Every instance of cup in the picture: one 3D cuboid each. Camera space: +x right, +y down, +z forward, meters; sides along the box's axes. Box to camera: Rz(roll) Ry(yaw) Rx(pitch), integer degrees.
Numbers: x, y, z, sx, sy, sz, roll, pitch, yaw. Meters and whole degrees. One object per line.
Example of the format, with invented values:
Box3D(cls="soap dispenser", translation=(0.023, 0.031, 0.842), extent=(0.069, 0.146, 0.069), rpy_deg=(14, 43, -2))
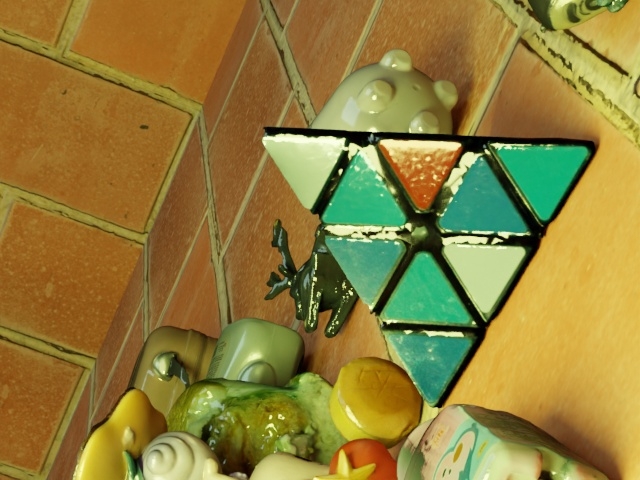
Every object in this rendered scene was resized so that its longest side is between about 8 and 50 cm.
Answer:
Box3D(cls="cup", translation=(0.064, -0.098, 1.615), extent=(0.142, 0.134, 0.173), rpy_deg=(-52, 20, 47))

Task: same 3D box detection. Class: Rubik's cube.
Box3D(cls="Rubik's cube", translation=(0.142, -0.065, 1.384), extent=(0.250, 0.284, 0.234), rpy_deg=(-33, 8, 28))

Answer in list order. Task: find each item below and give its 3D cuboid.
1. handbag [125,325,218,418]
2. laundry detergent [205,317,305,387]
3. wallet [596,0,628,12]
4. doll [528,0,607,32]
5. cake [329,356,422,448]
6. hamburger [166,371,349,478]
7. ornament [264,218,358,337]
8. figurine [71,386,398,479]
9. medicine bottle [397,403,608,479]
Box3D(cls="handbag", translation=(-0.192, 0.256, 2.056), extent=(0.283, 0.149, 0.302), rpy_deg=(130, 160, -63))
Box3D(cls="laundry detergent", translation=(-0.104, 0.241, 1.824), extent=(0.215, 0.105, 0.280), rpy_deg=(128, 161, -70))
Box3D(cls="wallet", translation=(0.280, -0.329, 1.133), extent=(0.290, 0.054, 0.251), rpy_deg=(-43, 29, 32))
Box3D(cls="doll", translation=(0.230, -0.241, 1.278), extent=(0.179, 0.089, 0.102), rpy_deg=(-55, -25, 15))
Box3D(cls="cake", translation=(0.049, 0.145, 1.414), extent=(0.044, 0.084, 0.084), rpy_deg=(120, 164, -47))
Box3D(cls="hamburger", translation=(-0.076, 0.227, 1.599), extent=(0.288, 0.168, 0.192), rpy_deg=(136, 151, -63))
Box3D(cls="ornament", translation=(0.000, 0.000, 1.843), extent=(0.236, 0.080, 0.202), rpy_deg=(-163, 90, -77))
Box3D(cls="figurine", translation=(-0.070, 0.248, 1.368), extent=(0.208, 0.257, 0.181), rpy_deg=(-49, -35, -50))
Box3D(cls="medicine bottle", translation=(0.112, 0.176, 1.074), extent=(0.188, 0.094, 0.119), rpy_deg=(-146, 76, -77))
